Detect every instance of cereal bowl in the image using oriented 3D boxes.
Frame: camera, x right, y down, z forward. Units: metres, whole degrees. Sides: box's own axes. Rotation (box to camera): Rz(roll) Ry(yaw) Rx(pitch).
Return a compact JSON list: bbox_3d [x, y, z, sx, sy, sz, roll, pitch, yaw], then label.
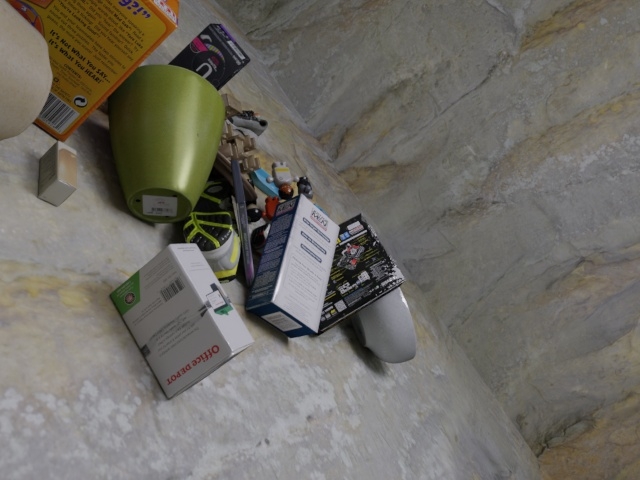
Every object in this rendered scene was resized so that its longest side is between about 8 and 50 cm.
[{"bbox_3d":[0.188,0.260,1.761,0.339,0.141,0.339,163,-90,-78],"label":"cereal bowl"}]

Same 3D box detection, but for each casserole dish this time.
[{"bbox_3d":[-0.204,-0.214,1.967,0.188,0.037,0.114,39,21,-42],"label":"casserole dish"}]

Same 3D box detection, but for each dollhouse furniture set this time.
[{"bbox_3d":[-0.338,-0.343,1.756,0.212,0.161,0.242,11,65,-71],"label":"dollhouse furniture set"}]

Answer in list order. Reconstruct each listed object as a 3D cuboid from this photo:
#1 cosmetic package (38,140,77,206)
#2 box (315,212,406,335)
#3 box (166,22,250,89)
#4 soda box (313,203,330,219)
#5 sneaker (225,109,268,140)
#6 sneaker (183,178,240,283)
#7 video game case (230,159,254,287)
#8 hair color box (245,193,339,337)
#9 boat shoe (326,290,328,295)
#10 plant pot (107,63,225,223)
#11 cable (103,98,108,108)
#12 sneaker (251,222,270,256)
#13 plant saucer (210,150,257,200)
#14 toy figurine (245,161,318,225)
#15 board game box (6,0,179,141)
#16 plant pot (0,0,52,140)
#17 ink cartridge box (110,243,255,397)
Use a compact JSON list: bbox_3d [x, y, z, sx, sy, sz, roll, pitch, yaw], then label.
[{"bbox_3d":[-0.490,-0.125,0.974,0.041,0.060,0.115,35,26,-47],"label":"cosmetic package"},{"bbox_3d":[0.059,0.098,1.584,0.257,0.322,0.079,56,-20,15],"label":"box"},{"bbox_3d":[-0.399,-0.590,1.790,0.165,0.270,0.143,48,17,-15],"label":"box"},{"bbox_3d":[-0.068,-0.017,1.627,0.071,0.210,0.067,32,26,-52],"label":"soda box"},{"bbox_3d":[-0.316,-0.499,2.123,0.271,0.108,0.100,17,41,-61],"label":"sneaker"},{"bbox_3d":[-0.277,-0.036,1.304,0.385,0.145,0.147,-106,-174,-57],"label":"sneaker"},{"bbox_3d":[-0.202,-0.042,1.354,0.196,0.026,0.274,-108,-165,-49],"label":"video game case"},{"bbox_3d":[-0.066,0.066,1.404,0.174,0.105,0.347,40,47,-33],"label":"hair color box"},{"bbox_3d":[-0.035,0.177,1.469,0.042,0.133,0.049,62,-1,2],"label":"boat shoe"},{"bbox_3d":[-0.356,-0.196,1.196,0.274,0.274,0.294,34,40,-48],"label":"plant pot"},{"bbox_3d":[-0.437,-0.317,1.352,0.287,0.139,0.072,30,57,-18],"label":"cable"},{"bbox_3d":[-0.171,0.007,1.599,0.161,0.057,0.075,-91,158,-65],"label":"sneaker"},{"bbox_3d":[-0.296,-0.206,1.517,0.278,0.041,0.278,41,-9,8],"label":"plant saucer"},{"bbox_3d":[-0.134,-0.131,1.689,0.213,0.209,0.148,34,35,-53],"label":"toy figurine"},{"bbox_3d":[-0.546,-0.506,1.073,0.356,0.356,0.356,41,20,-36],"label":"board game box"},{"bbox_3d":[-0.564,-0.282,0.716,0.334,0.333,0.305,57,6,12],"label":"plant pot"},{"bbox_3d":[-0.244,0.139,0.925,0.219,0.160,0.092,57,17,10],"label":"ink cartridge box"}]
